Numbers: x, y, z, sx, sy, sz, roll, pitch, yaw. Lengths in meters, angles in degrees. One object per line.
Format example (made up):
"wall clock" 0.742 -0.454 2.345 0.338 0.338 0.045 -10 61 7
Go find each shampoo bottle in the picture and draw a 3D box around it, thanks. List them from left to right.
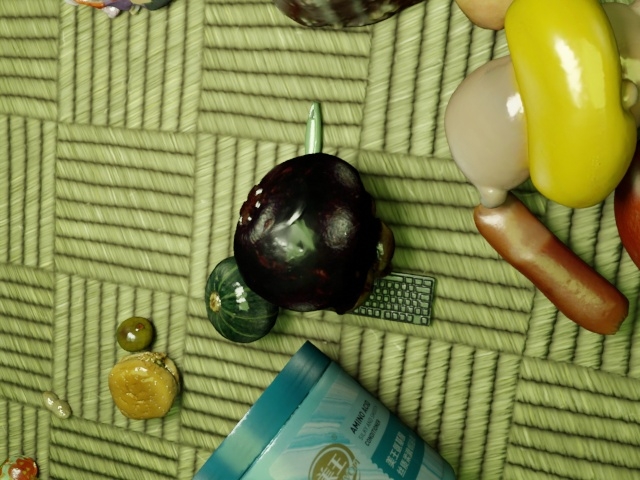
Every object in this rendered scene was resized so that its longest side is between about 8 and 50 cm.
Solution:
"shampoo bottle" 0.002 0.407 0.935 0.342 0.331 0.331 40 106 6

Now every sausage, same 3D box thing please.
"sausage" 0.378 0.036 0.911 0.300 0.083 0.089 45 113 9

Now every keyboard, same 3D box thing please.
"keyboard" 0.056 0.096 1.040 0.309 0.018 0.101 8 99 14

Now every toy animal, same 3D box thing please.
"toy animal" 0.363 -0.183 0.795 0.246 0.345 0.278 -18 71 -25

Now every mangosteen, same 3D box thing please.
"mangosteen" -0.005 0.000 0.923 0.233 0.287 0.288 -25 90 16

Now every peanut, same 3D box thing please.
"peanut" -0.603 0.376 1.251 0.083 0.037 0.037 35 105 6

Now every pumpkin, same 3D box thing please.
"pumpkin" -0.148 0.110 1.036 0.125 0.167 0.167 4 101 -27

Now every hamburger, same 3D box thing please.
"hamburger" -0.363 0.300 1.139 0.138 0.083 0.147 -9 112 3

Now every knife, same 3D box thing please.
"knife" -0.023 -0.111 1.032 0.043 0.020 0.293 4 101 8

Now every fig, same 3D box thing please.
"fig" -0.392 0.201 1.153 0.074 0.074 0.088 49 129 5

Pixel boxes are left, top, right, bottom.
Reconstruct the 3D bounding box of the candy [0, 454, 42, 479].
"candy" -0.619 0.584 1.276 0.287 0.078 0.084 20 99 4

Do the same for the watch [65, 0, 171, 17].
"watch" -0.384 -0.555 1.014 0.244 0.196 0.231 1 77 15

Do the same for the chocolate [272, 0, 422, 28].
"chocolate" 0.054 -0.475 0.863 0.340 0.210 0.225 -9 97 17

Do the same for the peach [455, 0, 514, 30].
"peach" 0.286 -0.406 0.829 0.184 0.184 0.184 2 98 15

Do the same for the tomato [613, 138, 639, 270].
"tomato" 0.577 -0.066 0.745 0.325 0.293 0.290 -32 74 22
